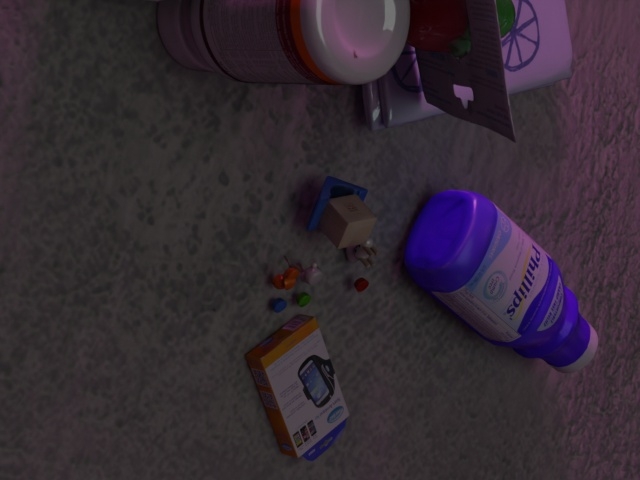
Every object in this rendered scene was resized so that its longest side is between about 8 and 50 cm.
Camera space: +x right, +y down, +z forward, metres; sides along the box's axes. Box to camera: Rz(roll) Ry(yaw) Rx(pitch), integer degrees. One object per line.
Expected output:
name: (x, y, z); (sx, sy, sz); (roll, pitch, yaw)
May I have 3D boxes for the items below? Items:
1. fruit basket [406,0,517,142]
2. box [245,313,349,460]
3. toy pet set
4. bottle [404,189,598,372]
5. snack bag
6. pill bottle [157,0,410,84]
fruit basket: (0.117, -0.282, 1.430); (0.165, 0.327, 0.353); (-17, 103, -7)
box: (-0.019, 0.152, 1.588); (0.081, 0.028, 0.136); (-36, 120, -34)
toy pet set: (0.000, 0.000, 1.580); (0.122, 0.065, 0.114); (-12, 138, -39)
bottle: (0.208, 0.056, 1.740); (0.283, 0.092, 0.118); (40, 68, -38)
snack bag: (0.142, -0.308, 1.675); (0.323, 0.037, 0.342); (-19, 105, -41)
pill bottle: (-0.037, -0.198, 1.393); (0.121, 0.221, 0.121); (-6, 99, -42)
